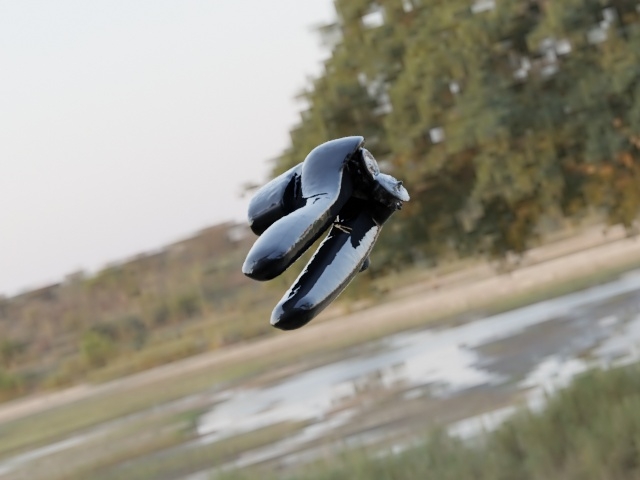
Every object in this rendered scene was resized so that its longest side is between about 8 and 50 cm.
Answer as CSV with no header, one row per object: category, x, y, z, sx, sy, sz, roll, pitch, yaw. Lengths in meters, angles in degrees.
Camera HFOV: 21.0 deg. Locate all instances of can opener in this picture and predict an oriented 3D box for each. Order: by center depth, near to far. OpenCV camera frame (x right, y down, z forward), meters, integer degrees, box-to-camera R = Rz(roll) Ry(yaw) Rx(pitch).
can opener,0.000,0.000,0.821,0.073,0.059,0.186,-35,12,17
